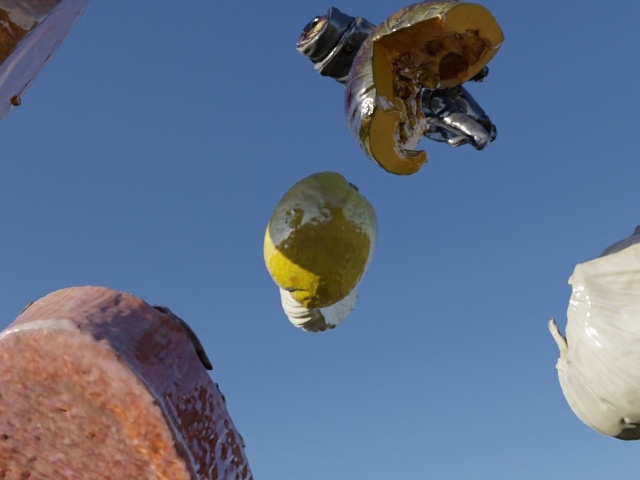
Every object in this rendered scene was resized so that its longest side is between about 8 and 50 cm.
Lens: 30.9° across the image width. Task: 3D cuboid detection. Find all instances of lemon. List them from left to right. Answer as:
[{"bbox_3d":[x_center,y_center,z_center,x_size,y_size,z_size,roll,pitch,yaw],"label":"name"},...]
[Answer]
[{"bbox_3d":[0.000,0.000,1.758,0.170,0.207,0.170,25,-2,1],"label":"lemon"}]

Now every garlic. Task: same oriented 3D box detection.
[{"bbox_3d":[0.344,0.104,1.185,0.178,0.229,0.143,16,9,-24],"label":"garlic"}]

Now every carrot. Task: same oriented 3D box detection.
[{"bbox_3d":[-0.415,-0.251,1.528,0.100,0.307,0.258,33,-46,-11],"label":"carrot"}]

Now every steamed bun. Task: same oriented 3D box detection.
[{"bbox_3d":[-0.008,0.076,2.067,0.106,0.183,0.183,13,-21,31],"label":"steamed bun"}]

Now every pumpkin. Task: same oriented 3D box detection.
[{"bbox_3d":[0.085,-0.163,1.154,0.108,0.183,0.119,33,-5,41],"label":"pumpkin"}]

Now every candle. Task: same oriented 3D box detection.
[{"bbox_3d":[-0.185,0.217,0.960,0.287,0.131,0.317,30,-67,1],"label":"candle"}]

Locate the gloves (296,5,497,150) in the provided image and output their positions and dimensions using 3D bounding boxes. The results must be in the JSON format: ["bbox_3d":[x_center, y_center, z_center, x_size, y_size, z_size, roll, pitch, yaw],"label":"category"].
[{"bbox_3d":[0.107,-0.209,1.482,0.285,0.119,0.142,36,-74,1],"label":"gloves"}]
